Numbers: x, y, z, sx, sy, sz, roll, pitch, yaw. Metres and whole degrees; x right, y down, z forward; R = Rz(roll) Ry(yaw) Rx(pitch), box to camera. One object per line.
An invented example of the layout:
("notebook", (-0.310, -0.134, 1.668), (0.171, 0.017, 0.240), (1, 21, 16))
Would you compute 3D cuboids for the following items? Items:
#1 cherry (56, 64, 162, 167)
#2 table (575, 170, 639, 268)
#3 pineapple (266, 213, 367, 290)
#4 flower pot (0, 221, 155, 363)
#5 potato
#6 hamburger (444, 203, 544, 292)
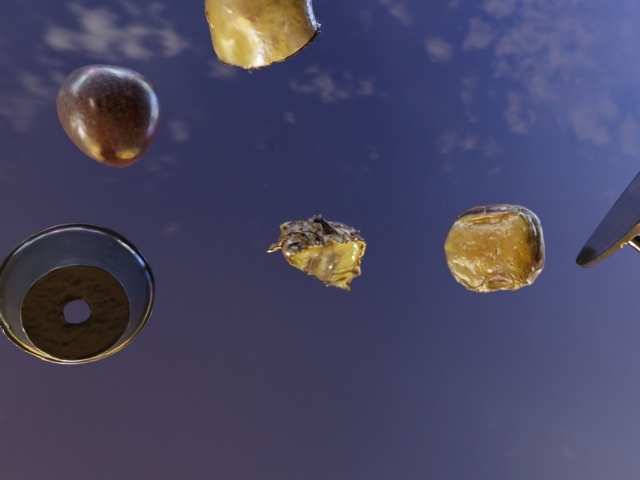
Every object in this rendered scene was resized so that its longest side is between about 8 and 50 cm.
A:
("cherry", (-0.367, -0.220, 0.814), (0.176, 0.140, 0.175), (6, -105, -22))
("table", (0.479, -0.012, 0.491), (0.249, 0.317, 0.317), (36, -114, 19))
("pineapple", (0.004, -0.003, 1.138), (0.158, 0.161, 0.335), (-44, -36, 19))
("flower pot", (-0.417, 0.104, 0.803), (0.269, 0.166, 0.268), (-2, -85, -24))
("potato", (-0.169, -0.603, 1.136), (0.288, 0.301, 0.237), (-50, -29, -9))
("hamburger", (0.453, 0.018, 1.203), (0.163, 0.245, 0.244), (8, -94, -53))
